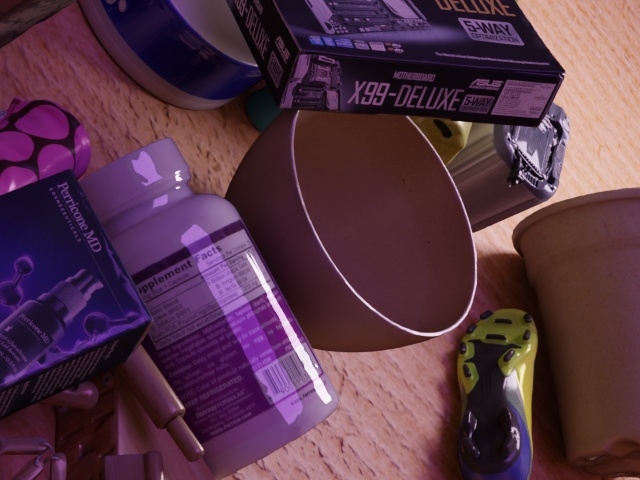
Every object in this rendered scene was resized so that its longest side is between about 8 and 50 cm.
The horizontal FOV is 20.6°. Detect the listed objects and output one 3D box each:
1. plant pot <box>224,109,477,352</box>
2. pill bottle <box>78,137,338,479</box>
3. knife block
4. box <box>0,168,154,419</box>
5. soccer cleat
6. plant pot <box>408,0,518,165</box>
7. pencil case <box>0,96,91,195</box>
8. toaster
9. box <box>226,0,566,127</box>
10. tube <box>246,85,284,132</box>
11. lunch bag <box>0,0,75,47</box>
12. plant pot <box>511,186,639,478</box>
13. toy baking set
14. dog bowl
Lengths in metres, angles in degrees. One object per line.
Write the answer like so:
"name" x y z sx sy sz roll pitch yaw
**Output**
"plant pot" 0.000 0.000 1.829 0.284 0.191 0.284 31 45 -37
"pill bottle" -0.123 0.063 1.648 0.169 0.169 0.301 -29 90 -56
"knife block" -0.122 0.265 1.578 0.242 0.088 0.275 28 46 -40
"box" -0.266 0.057 1.432 0.207 0.108 0.153 -26 78 -27
"soccer cleat" 0.210 0.196 2.081 0.289 0.093 0.121 -77 159 -50
"plant pot" 0.099 -0.229 2.087 0.276 0.276 0.254 32 55 -36
"pencil case" -0.303 -0.059 1.569 0.098 0.095 0.209 52 36 0
"toaster" 0.220 -0.104 2.226 0.129 0.146 0.227 45 37 -22
"box" 0.068 -0.226 1.829 0.307 0.076 0.242 2 40 -26
"tube" 0.010 -0.178 1.951 0.052 0.207 0.080 55 37 -17
"lunch bag" -0.267 -0.306 1.609 0.256 0.305 0.212 -29 93 -52
"plant pot" 0.413 0.130 2.201 0.334 0.334 0.305 18 64 -45
"toy baking set" -0.223 0.138 1.485 0.197 0.030 0.256 -21 67 -29
"dog bowl" -0.141 -0.282 1.921 0.265 0.104 0.265 31 44 -36
